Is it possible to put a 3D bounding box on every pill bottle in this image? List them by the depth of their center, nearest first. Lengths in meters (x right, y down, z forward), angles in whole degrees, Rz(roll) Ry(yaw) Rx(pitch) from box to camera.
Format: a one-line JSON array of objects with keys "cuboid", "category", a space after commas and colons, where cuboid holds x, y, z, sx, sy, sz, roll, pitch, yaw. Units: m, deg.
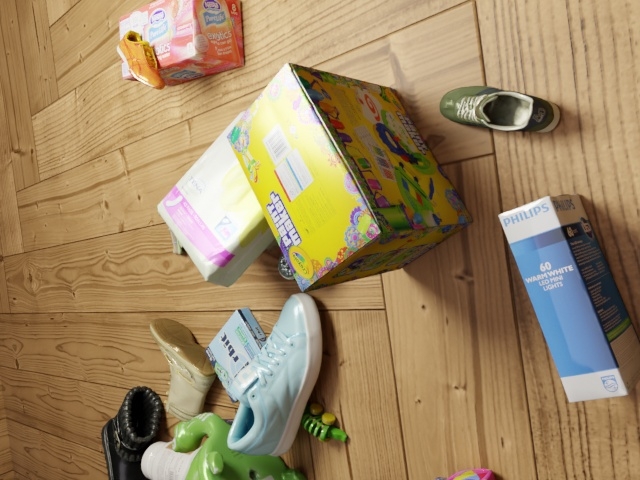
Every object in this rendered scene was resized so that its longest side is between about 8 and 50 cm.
[{"cuboid": [-0.374, 0.609, 1.416, 0.229, 0.131, 0.131, -8, 90, 41], "category": "pill bottle"}]

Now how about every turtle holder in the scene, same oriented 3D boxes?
[{"cuboid": [-0.216, 0.546, 1.168, 0.320, 0.243, 0.227, 38, 111, -3], "category": "turtle holder"}]

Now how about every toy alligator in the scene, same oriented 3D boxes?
[{"cuboid": [-0.027, 0.381, 1.139, 0.190, 0.051, 0.056, 26, 112, 36], "category": "toy alligator"}]

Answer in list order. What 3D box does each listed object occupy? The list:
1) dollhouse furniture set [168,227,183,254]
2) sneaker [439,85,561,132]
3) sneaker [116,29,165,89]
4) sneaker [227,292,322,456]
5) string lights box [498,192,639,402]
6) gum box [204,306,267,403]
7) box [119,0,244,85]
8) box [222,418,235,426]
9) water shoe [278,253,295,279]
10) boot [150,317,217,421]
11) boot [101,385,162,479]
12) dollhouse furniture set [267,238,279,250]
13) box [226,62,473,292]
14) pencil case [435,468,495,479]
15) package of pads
[{"cuboid": [-0.348, -0.004, 1.391, 0.152, 0.059, 0.076, 4, 106, 60], "category": "dollhouse furniture set"}, {"cuboid": [0.254, -0.203, 0.800, 0.192, 0.086, 0.064, 21, 109, 38], "category": "sneaker"}, {"cuboid": [-0.394, -0.401, 1.168, 0.067, 0.064, 0.175, -47, 70, 25], "category": "sneaker"}, {"cuboid": [-0.103, 0.284, 1.096, 0.135, 0.150, 0.365, 19, 98, 55], "category": "sneaker"}, {"cuboid": [0.347, 0.069, 0.721, 0.077, 0.133, 0.259, -26, 78, 41], "category": "string lights box"}, {"cuboid": [-0.193, 0.278, 1.278, 0.157, 0.041, 0.184, 54, 125, 22], "category": "gum box"}, {"cuboid": [-0.331, -0.468, 1.240, 0.300, 0.142, 0.154, 1, 96, 41], "category": "box"}, {"cuboid": [-0.205, 0.531, 1.328, 0.116, 0.029, 0.162, -17, 83, 41], "category": "box"}, {"cuboid": [0.000, 0.000, 1.061, 0.203, 0.080, 0.073, -40, 71, 10], "category": "water shoe"}, {"cuboid": [-0.386, 0.349, 1.423, 0.262, 0.095, 0.203, 32, 116, 29], "category": "boot"}, {"cuboid": [-0.531, 0.632, 1.555, 0.260, 0.131, 0.348, -45, 66, 35], "category": "boot"}, {"cuboid": [-0.137, -0.098, 1.174, 0.182, 0.101, 0.161, 40, 95, 31], "category": "dollhouse furniture set"}, {"cuboid": [0.052, -0.100, 0.861, 0.177, 0.279, 0.289, -40, 69, 37], "category": "box"}, {"cuboid": [0.270, 0.496, 0.865, 0.104, 0.104, 0.236, -29, 77, 39], "category": "pencil case"}, {"cuboid": [-0.169, -0.089, 1.070, 0.296, 0.101, 0.229, -46, 61, 7], "category": "package of pads"}]
